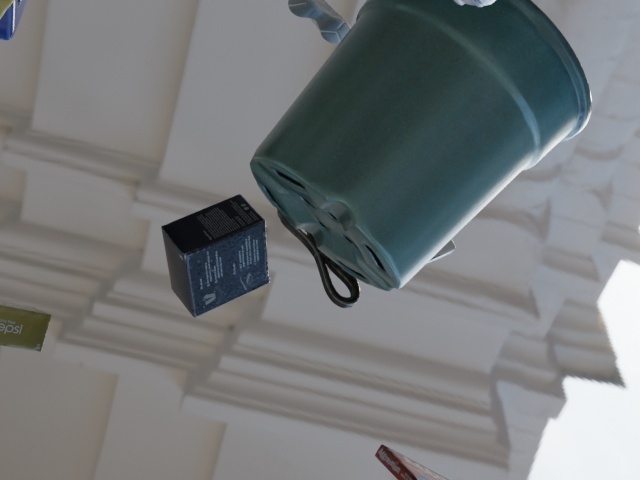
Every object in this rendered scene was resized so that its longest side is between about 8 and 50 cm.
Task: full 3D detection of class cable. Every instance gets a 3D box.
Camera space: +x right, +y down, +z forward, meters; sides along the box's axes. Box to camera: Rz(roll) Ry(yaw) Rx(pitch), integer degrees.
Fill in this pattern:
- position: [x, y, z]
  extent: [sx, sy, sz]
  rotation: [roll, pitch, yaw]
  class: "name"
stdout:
- position: [0.000, 0.000, 1.916]
  extent: [0.140, 0.072, 0.287]
  rotation: [-1, -122, -23]
  class: "cable"

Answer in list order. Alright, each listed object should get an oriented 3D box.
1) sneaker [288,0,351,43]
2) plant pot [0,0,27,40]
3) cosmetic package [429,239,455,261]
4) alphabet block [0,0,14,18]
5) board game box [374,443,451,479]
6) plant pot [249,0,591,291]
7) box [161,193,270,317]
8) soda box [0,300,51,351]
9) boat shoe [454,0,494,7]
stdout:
- position: [0.003, -0.404, 1.656]
  extent: [0.152, 0.054, 0.061]
  rotation: [33, -140, -40]
  class: "sneaker"
- position: [-0.543, -0.463, 1.386]
  extent: [0.236, 0.212, 0.236]
  rotation: [10, -138, -14]
  class: "plant pot"
- position: [0.225, -0.053, 2.294]
  extent: [0.117, 0.085, 0.231]
  rotation: [-22, -98, -7]
  class: "cosmetic package"
- position: [-0.383, -0.341, 0.925]
  extent: [0.197, 0.193, 0.192]
  rotation: [23, -134, -36]
  class: "alphabet block"
- position: [0.230, 0.432, 1.568]
  extent: [0.281, 0.027, 0.145]
  rotation: [32, 178, -23]
  class: "board game box"
- position: [0.107, -0.137, 1.218]
  extent: [0.341, 0.341, 0.334]
  rotation: [37, -104, 25]
  class: "plant pot"
- position: [-0.180, 0.026, 1.639]
  extent: [0.158, 0.156, 0.093]
  rotation: [-25, -132, -24]
  class: "box"
- position: [-0.477, 0.111, 1.321]
  extent: [0.181, 0.058, 0.061]
  rotation: [17, 177, -43]
  class: "soda box"
- position: [0.017, -0.243, 0.669]
  extent: [0.258, 0.084, 0.095]
  rotation: [42, -163, 0]
  class: "boat shoe"
